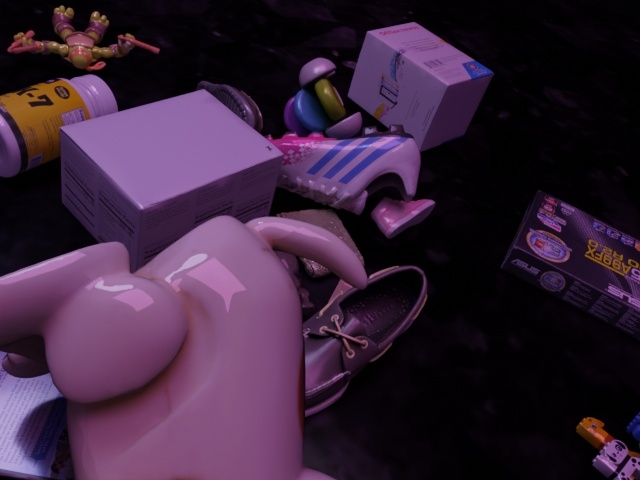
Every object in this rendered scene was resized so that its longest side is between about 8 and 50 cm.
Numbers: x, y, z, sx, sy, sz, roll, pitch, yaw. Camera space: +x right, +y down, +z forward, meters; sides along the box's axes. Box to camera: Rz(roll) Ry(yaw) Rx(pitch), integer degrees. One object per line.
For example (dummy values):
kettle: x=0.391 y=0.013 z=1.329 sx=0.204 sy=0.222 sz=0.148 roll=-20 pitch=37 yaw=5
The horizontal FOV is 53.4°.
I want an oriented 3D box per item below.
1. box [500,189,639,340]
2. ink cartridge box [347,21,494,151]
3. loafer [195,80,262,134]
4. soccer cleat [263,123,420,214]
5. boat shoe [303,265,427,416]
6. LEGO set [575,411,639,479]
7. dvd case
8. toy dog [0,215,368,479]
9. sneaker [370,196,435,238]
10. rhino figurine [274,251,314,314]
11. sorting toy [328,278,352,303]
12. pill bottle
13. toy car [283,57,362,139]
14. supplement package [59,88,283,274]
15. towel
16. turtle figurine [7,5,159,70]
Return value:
box: x=0.487 y=0.037 z=1.163 sx=0.270 sy=0.060 sz=0.216 roll=29 pitch=42 yaw=12
ink cartridge box: x=0.210 y=-0.339 z=1.387 sx=0.171 sy=0.168 sz=0.233 roll=-24 pitch=56 yaw=-39
loafer: x=-0.157 y=-0.241 z=1.171 sx=0.087 sy=0.094 sz=0.251 roll=3 pitch=24 yaw=-31
soccer cleat: x=0.007 y=-0.111 z=1.090 sx=0.331 sy=0.116 sz=0.143 roll=-6 pitch=82 yaw=5
boat shoe: x=0.037 y=0.127 z=0.867 sx=0.109 sy=0.091 sz=0.305 roll=45 pitch=50 yaw=17
LEGO set: x=0.421 y=0.260 z=0.882 sx=0.227 sy=0.087 sz=0.093 roll=-31 pitch=57 yaw=-34
dvd case: x=-0.310 y=0.194 z=0.728 sx=0.253 sy=0.022 sz=0.180 roll=13 pitch=42 yaw=-7
toy dog: x=-0.092 y=0.210 z=0.593 sx=0.395 sy=0.284 sz=0.408 roll=-24 pitch=79 yaw=-24
sneaker: x=0.146 y=-0.057 z=1.146 sx=0.134 sy=0.051 sz=0.070 roll=-28 pitch=64 yaw=-35
rhino figurine: x=-0.133 y=0.060 z=0.901 sx=0.243 sy=0.073 sz=0.106 roll=-4 pitch=50 yaw=-22
sorting toy: x=0.059 y=0.096 z=0.977 sx=0.083 sy=0.012 sz=0.062 roll=25 pitch=44 yaw=7
pill bottle: x=-0.441 y=-0.192 z=1.027 sx=0.119 sy=0.119 sz=0.208 roll=34 pitch=43 yaw=17
toy car: x=-0.007 y=-0.256 z=1.240 sx=0.136 sy=0.159 sz=0.182 roll=-28 pitch=8 yaw=4
supplement package: x=-0.228 y=-0.097 z=0.982 sx=0.204 sy=0.145 sz=0.262 roll=41 pitch=45 yaw=23
towel: x=0.000 y=0.000 z=1.049 sx=0.110 sy=0.027 sz=0.148 roll=-9 pitch=47 yaw=-29
turtle figurine: x=-0.459 y=-0.387 z=1.256 sx=0.270 sy=0.087 sz=0.217 roll=-7 pitch=39 yaw=-15
